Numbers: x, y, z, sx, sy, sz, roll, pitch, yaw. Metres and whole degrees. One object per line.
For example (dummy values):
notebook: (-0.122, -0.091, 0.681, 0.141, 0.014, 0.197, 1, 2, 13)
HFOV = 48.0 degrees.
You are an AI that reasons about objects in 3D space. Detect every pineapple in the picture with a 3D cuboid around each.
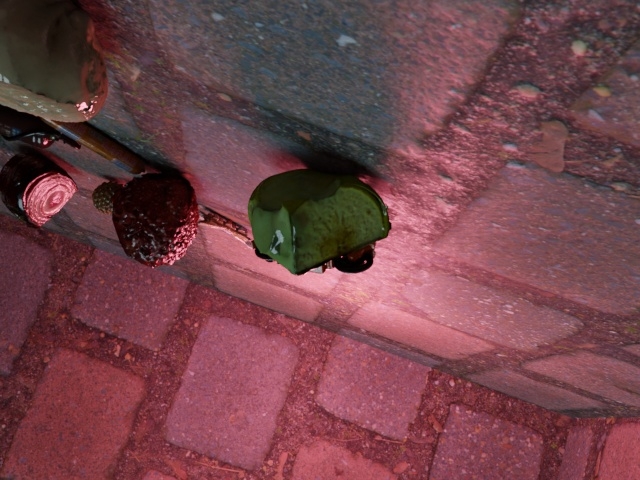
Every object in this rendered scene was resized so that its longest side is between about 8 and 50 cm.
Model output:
pineapple: (-0.598, -0.127, 2.277, 0.277, 0.119, 0.130, 5, 140, 38)

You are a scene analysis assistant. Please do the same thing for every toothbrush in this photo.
toothbrush: (-0.310, -0.031, 2.425, 0.025, 0.019, 0.276, -1, 155, 40)

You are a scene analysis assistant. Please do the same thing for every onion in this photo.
onion: (-0.948, -0.188, 2.339, 0.206, 0.216, 0.207, 31, 160, 26)

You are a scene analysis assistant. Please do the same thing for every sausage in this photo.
sausage: (-0.601, -0.265, 1.907, 0.053, 0.053, 0.348, 4, 159, 44)

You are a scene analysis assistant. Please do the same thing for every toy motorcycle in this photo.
toy motorcycle: (0.000, 0.000, 1.781, 0.326, 0.221, 0.147, 9, 125, 24)

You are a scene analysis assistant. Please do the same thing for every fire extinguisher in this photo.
fire extinguisher: (-0.813, -0.314, 1.916, 0.341, 0.105, 0.141, 20, 180, 1)

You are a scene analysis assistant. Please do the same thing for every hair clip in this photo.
hair clip: (-0.310, -0.048, 2.320, 0.214, 0.056, 0.062, 21, 151, -39)

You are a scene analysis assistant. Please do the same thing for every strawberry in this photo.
strawberry: (-0.452, -0.076, 2.020, 0.274, 0.274, 0.220, 29, 131, -30)

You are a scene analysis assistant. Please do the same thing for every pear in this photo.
pear: (-0.031, -0.074, 1.613, 0.282, 0.286, 0.176, 31, 137, 54)

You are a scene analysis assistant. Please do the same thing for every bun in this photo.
bun: (-0.534, -0.348, 1.264, 0.360, 0.211, 0.360, 16, 175, 1)
